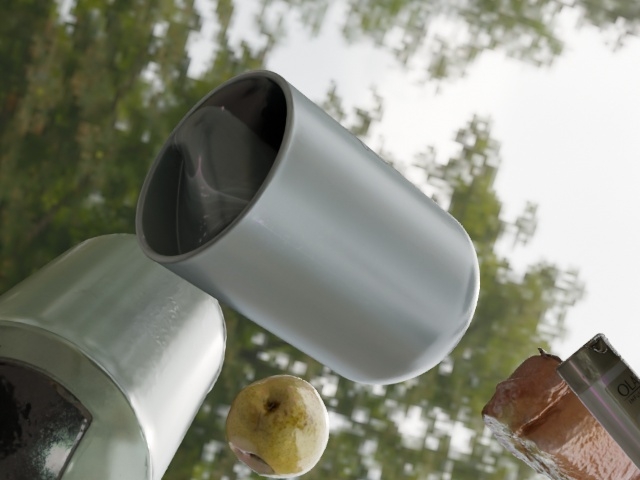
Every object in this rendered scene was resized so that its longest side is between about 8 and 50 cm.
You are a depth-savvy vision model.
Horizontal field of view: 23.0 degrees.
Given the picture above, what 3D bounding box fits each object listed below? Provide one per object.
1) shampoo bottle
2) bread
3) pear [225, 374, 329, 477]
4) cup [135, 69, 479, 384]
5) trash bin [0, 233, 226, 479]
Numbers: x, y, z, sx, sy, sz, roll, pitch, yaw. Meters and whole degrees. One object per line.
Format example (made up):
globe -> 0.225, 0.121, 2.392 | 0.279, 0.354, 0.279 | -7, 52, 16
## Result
shampoo bottle -> 0.364, 0.210, 1.775 | 0.227, 0.086, 0.056 | 51, -51, 10
bread -> 0.322, 0.251, 2.126 | 0.123, 0.244, 0.190 | -50, -144, -10
pear -> -0.068, 0.292, 2.488 | 0.178, 0.178, 0.178 | -51, -149, 46
cup -> 0.000, 0.000, 1.521 | 0.205, 0.312, 0.205 | -31, -139, 31
trash bin -> -0.269, 0.168, 1.657 | 0.432, 0.280, 0.280 | -56, 171, -69
